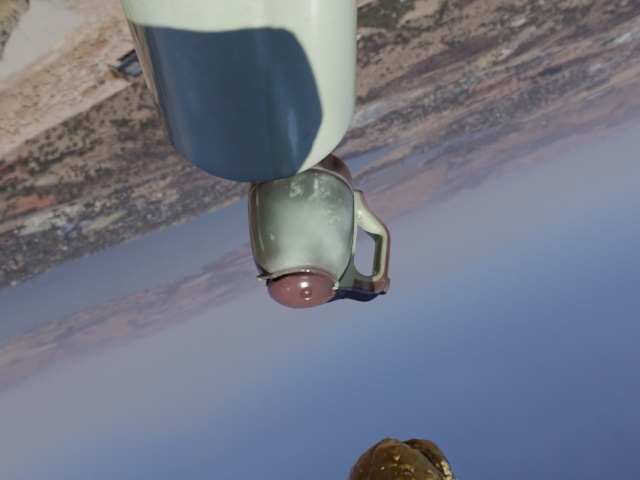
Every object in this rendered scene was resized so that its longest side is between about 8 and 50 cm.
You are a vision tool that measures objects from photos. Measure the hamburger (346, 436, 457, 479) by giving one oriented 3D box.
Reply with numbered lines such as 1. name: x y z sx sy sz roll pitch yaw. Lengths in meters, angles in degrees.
1. hamburger: 0.142 0.480 1.025 0.145 0.283 0.259 0 136 -34

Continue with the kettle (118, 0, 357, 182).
1. kettle: -0.078 -0.302 0.623 0.250 0.361 0.376 2 158 1

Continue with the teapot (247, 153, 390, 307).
1. teapot: 0.000 0.000 1.313 0.315 0.312 0.233 6 148 -13
